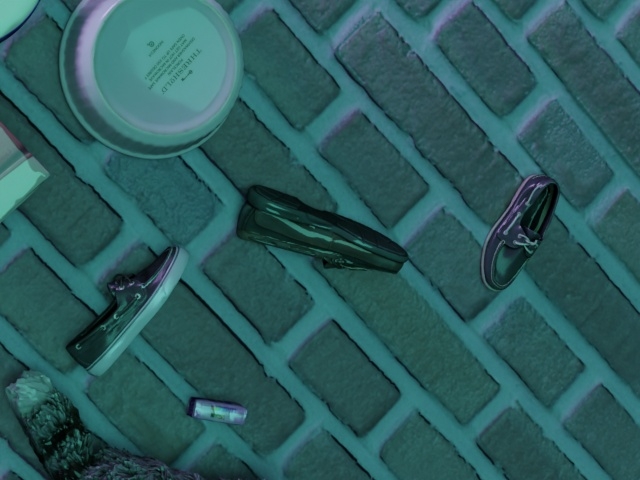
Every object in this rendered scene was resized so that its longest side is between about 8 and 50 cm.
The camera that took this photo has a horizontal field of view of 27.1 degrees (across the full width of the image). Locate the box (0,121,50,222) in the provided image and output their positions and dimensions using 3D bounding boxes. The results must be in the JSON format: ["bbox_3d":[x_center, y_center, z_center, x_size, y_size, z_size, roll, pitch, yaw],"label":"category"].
[{"bbox_3d":[-0.499,-0.132,1.801,0.127,0.149,0.232,-45,107,-11],"label":"box"}]

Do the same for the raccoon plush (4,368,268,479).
[{"bbox_3d":[-0.214,0.331,1.914,0.299,0.216,0.446,-30,103,-22],"label":"raccoon plush"}]

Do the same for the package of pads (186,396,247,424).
[{"bbox_3d":[-0.157,0.256,1.996,0.083,0.050,0.031,11,86,-19],"label":"package of pads"}]

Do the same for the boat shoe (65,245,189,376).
[{"bbox_3d":[-0.285,0.090,1.932,0.076,0.080,0.228,40,89,-19],"label":"boat shoe"}]

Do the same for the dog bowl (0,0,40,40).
[{"bbox_3d":[-0.504,-0.386,1.803,0.265,0.104,0.264,-2,95,-19],"label":"dog bowl"}]

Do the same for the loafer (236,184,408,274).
[{"bbox_3d":[0.000,0.000,2.020,0.268,0.096,0.084,23,107,-12],"label":"loafer"}]

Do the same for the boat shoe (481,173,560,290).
[{"bbox_3d":[0.323,-0.012,2.127,0.075,0.065,0.206,28,85,-18],"label":"boat shoe"}]

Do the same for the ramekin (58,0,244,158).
[{"bbox_3d":[-0.233,-0.252,1.892,0.273,0.127,0.272,-1,94,-18],"label":"ramekin"}]
